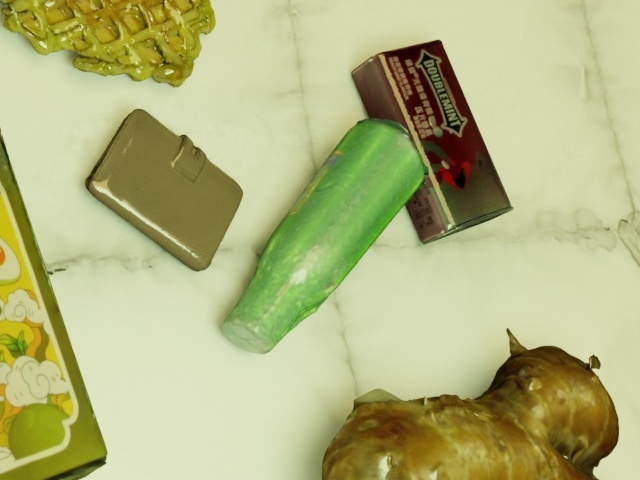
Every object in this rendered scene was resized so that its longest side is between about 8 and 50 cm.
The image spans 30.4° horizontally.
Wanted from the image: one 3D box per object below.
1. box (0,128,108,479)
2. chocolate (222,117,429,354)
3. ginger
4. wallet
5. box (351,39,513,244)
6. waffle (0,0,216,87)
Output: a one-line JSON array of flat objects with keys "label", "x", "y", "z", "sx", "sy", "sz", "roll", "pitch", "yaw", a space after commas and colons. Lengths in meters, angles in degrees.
[{"label": "box", "x": -0.387, "y": 0.043, "z": 0.886, "sx": 0.373, "sy": 0.138, "sz": 0.420, "roll": -11, "pitch": 80, "yaw": -56}, {"label": "chocolate", "x": 0.000, "y": 0.000, "z": 1.238, "sx": 0.110, "sy": 0.110, "sz": 0.291, "roll": 45, "pitch": 59, "yaw": -11}, {"label": "ginger", "x": 0.171, "y": 0.210, "z": 1.227, "sx": 0.418, "sy": 0.176, "sz": 0.254, "roll": 11, "pitch": 65, "yaw": -34}, {"label": "wallet", "x": -0.155, "y": -0.052, "z": 1.192, "sx": 0.152, "sy": 0.038, "sz": 0.118, "roll": 39, "pitch": 60, "yaw": -19}, {"label": "box", "x": 0.130, "y": -0.117, "z": 1.374, "sx": 0.120, "sy": 0.069, "sz": 0.224, "roll": -17, "pitch": 82, "yaw": -35}, {"label": "waffle", "x": -0.220, "y": -0.279, "z": 1.220, "sx": 0.254, "sy": 0.052, "sz": 0.245, "roll": 15, "pitch": 65, "yaw": -28}]
